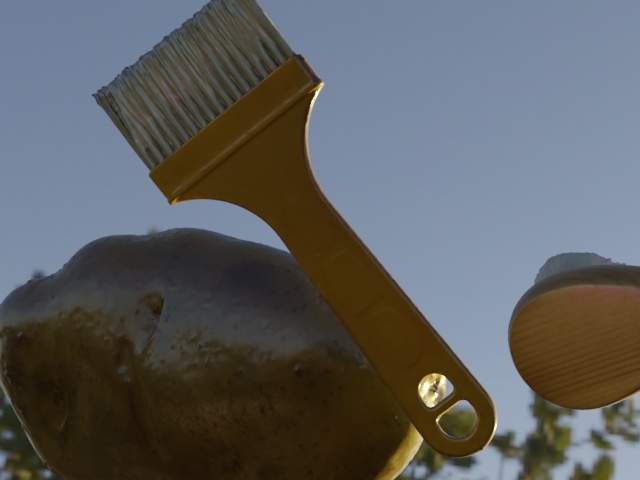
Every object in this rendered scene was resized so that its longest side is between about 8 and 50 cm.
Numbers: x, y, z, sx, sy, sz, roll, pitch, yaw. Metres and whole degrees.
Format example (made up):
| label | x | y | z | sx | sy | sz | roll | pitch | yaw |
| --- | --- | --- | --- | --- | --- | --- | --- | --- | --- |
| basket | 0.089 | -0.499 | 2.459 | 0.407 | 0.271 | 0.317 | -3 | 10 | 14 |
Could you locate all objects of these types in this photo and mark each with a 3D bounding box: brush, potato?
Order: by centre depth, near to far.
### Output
| label | x | y | z | sx | sy | sz | roll | pitch | yaw |
| --- | --- | --- | --- | --- | --- | --- | --- | --- | --- |
| brush | 0.000 | 0.000 | 0.799 | 0.103 | 0.272 | 0.013 | -38 | -4 | 5 |
| potato | -0.075 | 0.098 | 1.108 | 0.369 | 0.196 | 0.176 | 4 | -29 | 35 |
| brush | 0.367 | 0.092 | 1.876 | 0.266 | 0.166 | 0.174 | -19 | -79 | 33 |

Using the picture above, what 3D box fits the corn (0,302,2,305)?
| label | x | y | z | sx | sy | sz | roll | pitch | yaw |
| --- | --- | --- | --- | --- | --- | --- | --- | --- | --- |
| corn | -0.297 | 0.139 | 1.659 | 0.206 | 0.067 | 0.067 | 46 | -2 | 37 |
